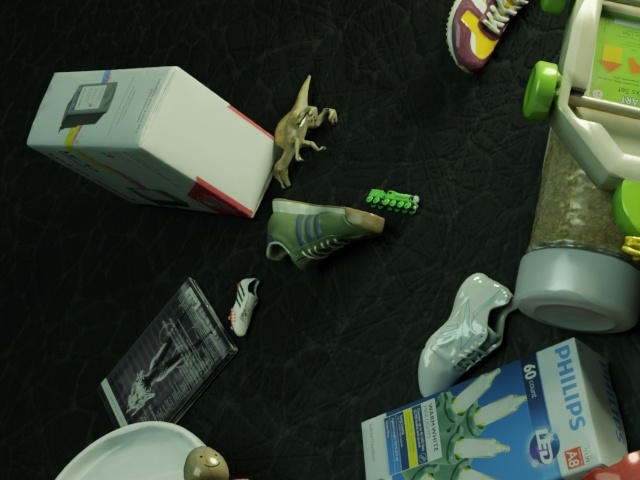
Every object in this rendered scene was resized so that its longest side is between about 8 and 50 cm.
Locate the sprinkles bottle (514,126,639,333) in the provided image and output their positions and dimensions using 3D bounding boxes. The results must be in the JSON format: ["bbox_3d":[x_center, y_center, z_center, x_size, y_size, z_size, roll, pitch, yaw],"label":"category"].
[{"bbox_3d":[0.288,-0.088,1.104,0.121,0.121,0.355,-3,65,43],"label":"sprinkles bottle"}]

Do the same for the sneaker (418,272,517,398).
[{"bbox_3d":[0.157,0.110,1.168,0.061,0.054,0.152,25,86,45],"label":"sneaker"}]

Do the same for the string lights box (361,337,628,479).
[{"bbox_3d":[0.169,0.210,1.081,0.260,0.077,0.133,-28,49,30],"label":"string lights box"}]

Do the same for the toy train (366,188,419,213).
[{"bbox_3d":[0.091,-0.050,1.350,0.083,0.017,0.023,12,66,47],"label":"toy train"}]

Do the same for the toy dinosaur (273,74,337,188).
[{"bbox_3d":[-0.027,-0.166,1.502,0.092,0.053,0.183,-4,65,44],"label":"toy dinosaur"}]

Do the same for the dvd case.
[{"bbox_3d":[-0.218,0.182,1.514,0.221,0.018,0.164,-49,44,10],"label":"dvd case"}]

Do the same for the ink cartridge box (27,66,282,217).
[{"bbox_3d":[-0.242,-0.141,1.567,0.306,0.226,0.131,5,70,46],"label":"ink cartridge box"}]

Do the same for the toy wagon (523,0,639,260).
[{"bbox_3d":[0.327,-0.128,1.020,0.267,0.068,0.344,13,73,2],"label":"toy wagon"}]

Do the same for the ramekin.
[{"bbox_3d":[-0.208,0.362,1.283,0.273,0.127,0.273,-18,47,21],"label":"ramekin"}]

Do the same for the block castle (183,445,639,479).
[{"bbox_3d":[0.057,0.293,0.837,0.303,0.453,0.213,-56,44,38],"label":"block castle"}]

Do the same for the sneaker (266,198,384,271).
[{"bbox_3d":[0.000,0.000,1.380,0.192,0.064,0.086,9,82,46],"label":"sneaker"}]

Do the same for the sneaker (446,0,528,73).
[{"bbox_3d":[0.216,-0.293,1.327,0.084,0.069,0.185,0,68,50],"label":"sneaker"}]

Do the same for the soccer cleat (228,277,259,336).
[{"bbox_3d":[-0.100,0.088,1.446,0.035,0.029,0.083,-21,50,40],"label":"soccer cleat"}]
